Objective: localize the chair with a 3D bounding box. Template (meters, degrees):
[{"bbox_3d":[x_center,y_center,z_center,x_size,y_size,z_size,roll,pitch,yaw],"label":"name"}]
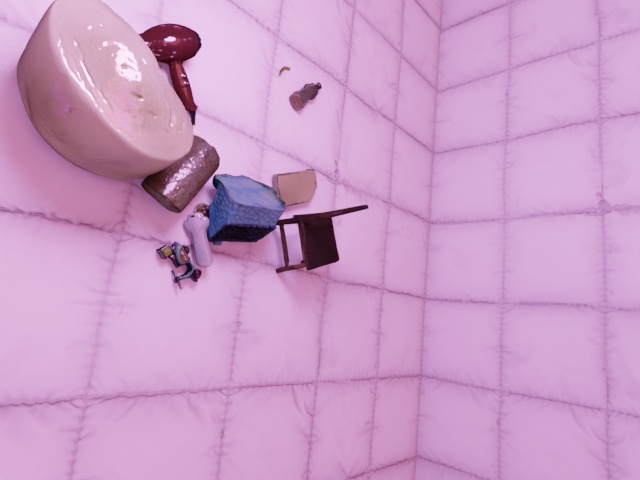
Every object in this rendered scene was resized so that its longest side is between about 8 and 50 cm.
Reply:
[{"bbox_3d":[0.000,0.000,1.725,0.203,0.416,0.241,-13,96,-47],"label":"chair"}]

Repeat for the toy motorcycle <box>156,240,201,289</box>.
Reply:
[{"bbox_3d":[-0.487,0.083,1.456,0.100,0.058,0.173,-38,114,-34],"label":"toy motorcycle"}]

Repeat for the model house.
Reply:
[{"bbox_3d":[-0.303,-0.095,1.604,0.261,0.226,0.241,4,122,-45],"label":"model house"}]

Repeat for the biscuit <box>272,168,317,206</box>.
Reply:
[{"bbox_3d":[-0.111,-0.240,1.891,0.252,0.052,0.150,-19,105,-45],"label":"biscuit"}]

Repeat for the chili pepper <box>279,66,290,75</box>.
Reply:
[{"bbox_3d":[-0.164,-0.774,1.896,0.083,0.017,0.030,-42,119,-41],"label":"chili pepper"}]

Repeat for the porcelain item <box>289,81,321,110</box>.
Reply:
[{"bbox_3d":[-0.060,-0.696,1.965,0.216,0.069,0.081,-51,119,-36],"label":"porcelain item"}]

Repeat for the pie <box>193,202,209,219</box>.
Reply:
[{"bbox_3d":[-0.437,-0.098,1.550,0.085,0.017,0.085,5,84,-47],"label":"pie"}]

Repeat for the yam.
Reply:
[{"bbox_3d":[-0.471,-0.220,1.419,0.161,0.161,0.268,51,54,-32],"label":"yam"}]

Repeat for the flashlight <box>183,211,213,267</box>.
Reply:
[{"bbox_3d":[-0.430,-0.001,1.499,0.047,0.093,0.200,-39,118,-76],"label":"flashlight"}]

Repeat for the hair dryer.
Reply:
[{"bbox_3d":[-0.530,-0.554,1.444,0.312,0.123,0.341,-30,120,-33],"label":"hair dryer"}]

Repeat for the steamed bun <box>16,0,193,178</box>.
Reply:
[{"bbox_3d":[-0.595,-0.369,1.140,0.456,0.371,0.290,55,52,-26],"label":"steamed bun"}]
